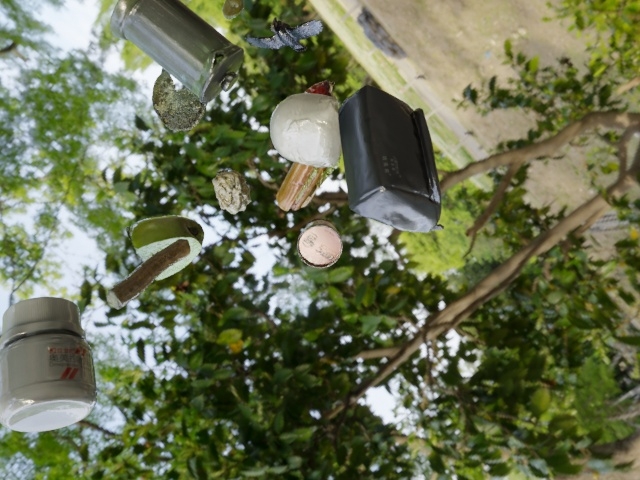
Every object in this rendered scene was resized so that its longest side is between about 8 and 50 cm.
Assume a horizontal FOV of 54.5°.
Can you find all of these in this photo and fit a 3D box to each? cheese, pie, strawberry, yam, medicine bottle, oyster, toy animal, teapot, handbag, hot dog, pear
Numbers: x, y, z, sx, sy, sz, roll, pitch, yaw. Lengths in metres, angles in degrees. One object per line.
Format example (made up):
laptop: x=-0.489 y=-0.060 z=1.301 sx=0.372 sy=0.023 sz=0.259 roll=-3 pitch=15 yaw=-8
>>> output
cheese: x=-0.037 y=-0.289 z=1.598 sx=0.198 sy=0.189 sz=0.154 roll=87 pitch=-170 yaw=-46
pie: x=-0.293 y=-0.778 z=2.079 sx=0.084 sy=0.084 sz=0.020 roll=54 pitch=-164 yaw=24
strawberry: x=-0.009 y=-0.464 z=2.207 sx=0.253 sy=0.150 sz=0.280 roll=61 pitch=-162 yaw=-64
yam: x=-0.541 y=0.100 z=1.985 sx=0.081 sy=0.081 sz=0.357 roll=48 pitch=-140 yaw=-1
medicine bottle: x=-0.741 y=0.330 z=1.669 sx=0.245 sy=0.245 sz=0.306 roll=31 pitch=-147 yaw=-53
oyster: x=-0.266 y=-0.158 z=1.963 sx=0.072 sy=0.132 sz=0.209 roll=20 pitch=147 yaw=32
toy animal: x=-0.074 y=-0.469 z=1.415 sx=0.108 sy=0.220 sz=0.061 roll=-10 pitch=-82 yaw=-57
teapot: x=-0.374 y=-0.519 z=1.693 sx=0.337 sy=0.200 sz=0.270 roll=39 pitch=161 yaw=-1
handbag: x=0.188 y=-0.182 z=1.415 sx=0.275 sy=0.178 sz=0.301 roll=14 pitch=-125 yaw=-33
hot dog: x=-0.028 y=-0.219 z=1.925 sx=0.135 sy=0.337 sz=0.100 roll=-11 pitch=-127 yaw=-44
pear: x=-0.563 y=-0.006 z=2.295 sx=0.292 sy=0.293 sz=0.159 roll=29 pitch=-147 yaw=-56

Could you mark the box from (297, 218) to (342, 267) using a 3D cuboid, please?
box: x=0.000 y=0.000 z=2.103 sx=0.151 sy=0.151 sz=0.135 roll=45 pitch=-165 yaw=-13

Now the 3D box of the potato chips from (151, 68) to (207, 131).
potato chips: x=-0.469 y=-0.469 z=2.047 sx=0.220 sy=0.202 sz=0.029 roll=37 pitch=-168 yaw=14
